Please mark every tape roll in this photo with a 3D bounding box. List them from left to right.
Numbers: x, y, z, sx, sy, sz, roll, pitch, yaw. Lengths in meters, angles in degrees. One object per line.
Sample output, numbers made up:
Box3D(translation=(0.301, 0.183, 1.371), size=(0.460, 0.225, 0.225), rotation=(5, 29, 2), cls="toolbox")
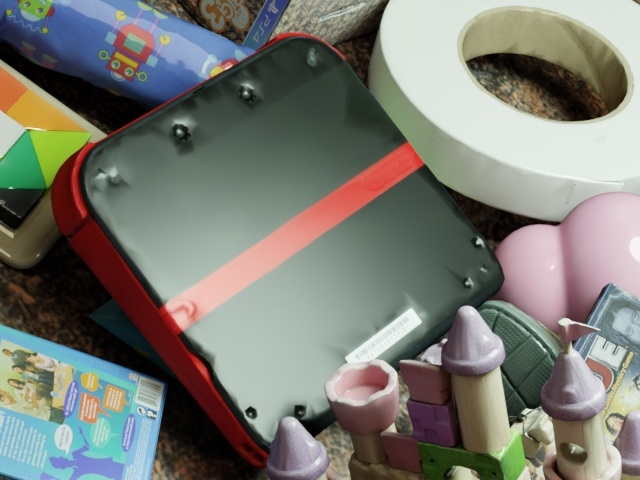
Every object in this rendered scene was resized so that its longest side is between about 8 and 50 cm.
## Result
Box3D(translation=(0.247, -0.175, 2.179), size=(0.392, 0.072, 0.392), rotation=(9, 44, -9), cls="tape roll")

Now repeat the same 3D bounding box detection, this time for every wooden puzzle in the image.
Box3D(translation=(-0.327, -0.101, 1.871), size=(0.238, 0.044, 0.221), rotation=(32, 42, -1), cls="wooden puzzle")

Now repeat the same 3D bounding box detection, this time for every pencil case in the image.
Box3D(translation=(-0.197, -0.194, 1.984), size=(0.306, 0.119, 0.133), rotation=(27, 0, -7), cls="pencil case")

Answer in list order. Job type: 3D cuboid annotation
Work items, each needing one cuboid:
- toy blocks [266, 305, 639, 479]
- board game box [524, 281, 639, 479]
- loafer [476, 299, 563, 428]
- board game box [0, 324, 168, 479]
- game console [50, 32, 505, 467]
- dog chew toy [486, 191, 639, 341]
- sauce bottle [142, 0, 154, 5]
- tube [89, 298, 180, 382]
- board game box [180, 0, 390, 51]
Box3D(translation=(0.134, 0.152, 1.651), size=(0.288, 0.260, 0.309), rotation=(8, 35, 33), cls="toy blocks")
Box3D(translation=(0.291, 0.186, 1.868), size=(0.165, 0.042, 0.243), rotation=(30, 80, 2), cls="board game box")
Box3D(translation=(0.246, 0.168, 1.951), size=(0.267, 0.096, 0.084), rotation=(50, 25, 8), cls="loafer")
Box3D(translation=(-0.246, 0.160, 1.669), size=(0.210, 0.047, 0.160), rotation=(21, 43, -13), cls="board game box")
Box3D(translation=(-0.036, -0.007, 1.836), size=(0.386, 0.060, 0.342), rotation=(-35, 87, -40), cls="game console")
Box3D(translation=(0.331, 0.036, 1.996), size=(0.332, 0.206, 0.207), rotation=(-8, 45, 9), cls="dog chew toy")
Box3D(translation=(-0.326, -0.352, 2.062), size=(0.344, 0.111, 0.111), rotation=(24, 42, -10), cls="sauce bottle")
Box3D(translation=(-0.113, 0.112, 1.801), size=(0.207, 0.052, 0.080), rotation=(37, 39, 10), cls="tube")
Box3D(translation=(-0.068, -0.359, 2.204), size=(0.232, 0.141, 0.291), rotation=(-25, 67, -44), cls="board game box")
